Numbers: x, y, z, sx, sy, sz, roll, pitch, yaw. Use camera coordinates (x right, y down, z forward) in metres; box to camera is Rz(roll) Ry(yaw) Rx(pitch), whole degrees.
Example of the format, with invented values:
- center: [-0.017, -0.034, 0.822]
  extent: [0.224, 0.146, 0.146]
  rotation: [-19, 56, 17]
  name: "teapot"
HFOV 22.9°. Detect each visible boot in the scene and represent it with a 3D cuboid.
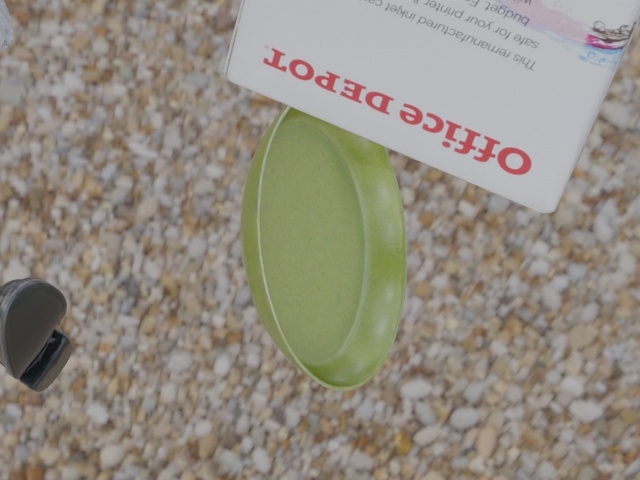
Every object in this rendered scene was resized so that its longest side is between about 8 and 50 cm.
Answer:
- center: [-0.377, 0.056, 1.644]
  extent: [0.229, 0.263, 0.091]
  rotation: [33, 69, 9]
  name: "boot"

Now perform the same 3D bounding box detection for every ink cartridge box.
- center: [0.097, -0.198, 0.838]
  extent: [0.198, 0.270, 0.197]
  rotation: [23, 38, 7]
  name: "ink cartridge box"

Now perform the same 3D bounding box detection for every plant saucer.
- center: [0.000, 0.000, 1.262]
  extent: [0.037, 0.241, 0.241]
  rotation: [-6, 52, 30]
  name: "plant saucer"

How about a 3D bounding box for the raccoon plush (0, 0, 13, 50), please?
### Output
- center: [-0.465, -0.363, 1.427]
  extent: [0.216, 0.446, 0.299]
  rotation: [-24, 34, 3]
  name: "raccoon plush"
